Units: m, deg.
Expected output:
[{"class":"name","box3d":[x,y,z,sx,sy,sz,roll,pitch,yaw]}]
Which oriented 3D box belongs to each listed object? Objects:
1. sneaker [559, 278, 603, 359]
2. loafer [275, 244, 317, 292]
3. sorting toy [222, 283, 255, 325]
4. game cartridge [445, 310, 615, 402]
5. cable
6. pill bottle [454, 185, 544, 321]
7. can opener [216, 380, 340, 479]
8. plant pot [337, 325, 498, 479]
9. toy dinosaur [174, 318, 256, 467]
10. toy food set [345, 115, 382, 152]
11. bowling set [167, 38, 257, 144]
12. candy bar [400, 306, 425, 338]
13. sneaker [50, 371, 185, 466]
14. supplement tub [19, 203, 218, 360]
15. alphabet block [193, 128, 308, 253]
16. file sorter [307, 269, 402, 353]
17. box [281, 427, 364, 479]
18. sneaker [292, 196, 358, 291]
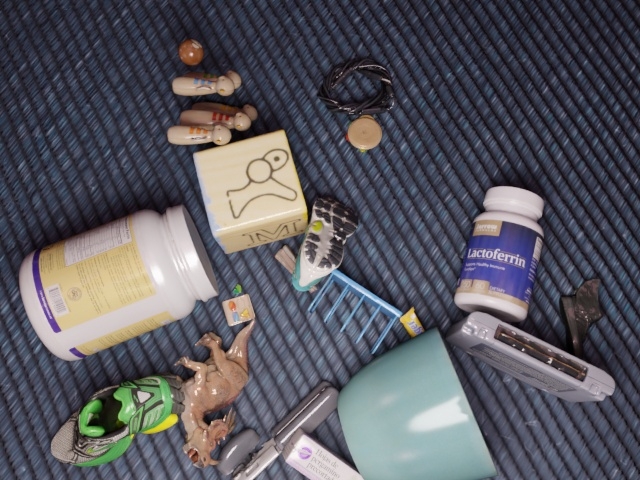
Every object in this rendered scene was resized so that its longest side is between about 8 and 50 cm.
[{"class":"sneaker","box3d":[0.573,0.172,1.342,0.089,0.051,0.170,-7,74,3]},{"class":"loafer","box3d":[-0.054,0.068,1.372,0.039,0.045,0.125,-39,73,9]},{"class":"sorting toy","box3d":[-0.184,0.140,1.365,0.062,0.012,0.083,-18,78,-4]},{"class":"game cartridge","box3d":[0.408,0.237,1.250,0.297,0.198,0.062,26,79,5]},{"class":"cable","box3d":[0.081,-0.362,1.462,0.184,0.047,0.150,-6,71,-1]},{"class":"pill bottle","box3d":[0.388,0.028,1.323,0.153,0.153,0.265,16,77,3]},{"class":"can opener","box3d":[-0.086,0.385,1.267,0.283,0.076,0.095,-43,106,-10]},{"class":"plant pot","box3d":[0.171,0.343,1.191,0.235,0.293,0.293,-23,78,6]},{"class":"toy dinosaur","box3d":[-0.212,0.306,1.276,0.200,0.127,0.296,45,59,-2]},{"class":"toy food set","box3d":[0.102,-0.250,1.453,0.082,0.020,0.083,-35,80,-7]},{"class":"bowling set","box3d":[-0.225,-0.319,1.316,0.154,0.287,0.200,2,116,1]},{"class":"candy bar","box3d":[0.217,0.212,1.312,0.040,0.018,0.161,-41,111,-21]},{"class":"sneaker","box3d":[-0.425,0.344,1.200,0.343,0.146,0.134,-35,63,28]},{"class":"supplement tub","box3d":[-0.399,0.078,1.262,0.331,0.241,0.241,-21,78,-5]},{"class":"alphabet block","box3d":[-0.143,-0.099,1.329,0.197,0.193,0.192,-14,79,-4]},{"class":"file sorter","box3d":[0.070,0.153,1.312,0.170,0.118,0.104,33,83,7]},{"class":"box","box3d":[0.072,0.491,1.223,0.324,0.067,0.063,37,80,-5]},{"class":"sneaker","box3d":[0.000,0.000,1.311,0.107,0.110,0.275,32,38,-3]}]
